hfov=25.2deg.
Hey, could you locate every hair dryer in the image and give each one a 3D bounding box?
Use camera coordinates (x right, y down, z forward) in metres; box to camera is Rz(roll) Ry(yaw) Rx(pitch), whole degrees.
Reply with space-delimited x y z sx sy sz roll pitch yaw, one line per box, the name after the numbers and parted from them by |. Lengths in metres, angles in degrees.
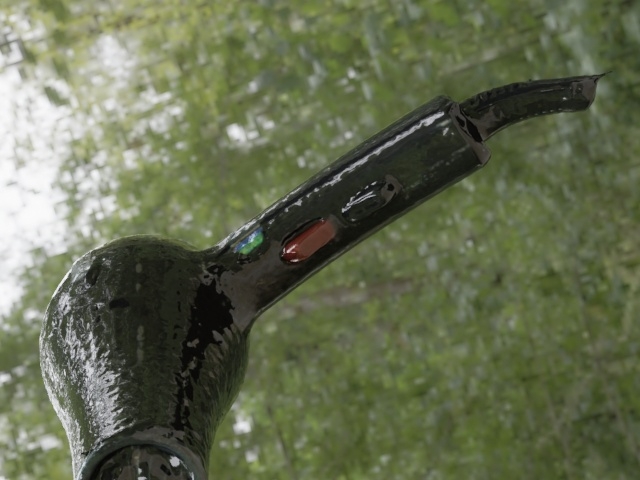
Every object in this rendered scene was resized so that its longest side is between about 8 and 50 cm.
0.000 0.000 0.577 0.091 0.271 0.235 51 -176 -15 | hair dryer
